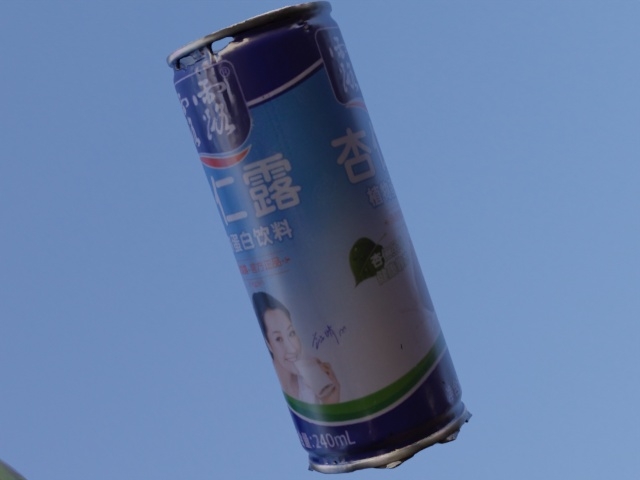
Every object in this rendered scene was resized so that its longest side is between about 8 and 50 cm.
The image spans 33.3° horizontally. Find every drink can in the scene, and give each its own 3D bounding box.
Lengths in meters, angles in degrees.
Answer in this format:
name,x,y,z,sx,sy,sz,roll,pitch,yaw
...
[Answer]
name,x,y,z,sx,sy,sz,roll,pitch,yaw
drink can,0.000,0.000,0.571,0.097,0.097,0.235,-20,-85,-21

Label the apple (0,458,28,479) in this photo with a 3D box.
name,x,y,z,sx,sy,sz,roll,pitch,yaw
apple,-0.476,0.370,1.126,0.384,0.374,0.374,-38,-62,-8
